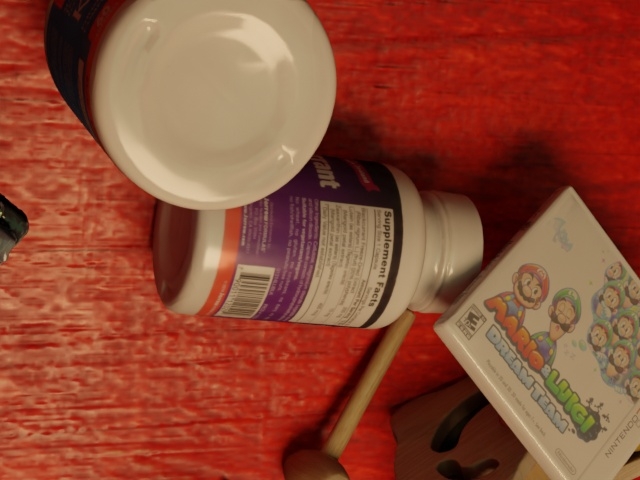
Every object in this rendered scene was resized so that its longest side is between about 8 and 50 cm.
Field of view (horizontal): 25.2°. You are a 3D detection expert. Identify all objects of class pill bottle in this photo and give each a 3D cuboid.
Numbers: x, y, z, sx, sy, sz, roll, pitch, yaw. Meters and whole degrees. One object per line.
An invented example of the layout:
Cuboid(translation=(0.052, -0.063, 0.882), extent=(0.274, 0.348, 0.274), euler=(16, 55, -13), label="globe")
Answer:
Cuboid(translation=(-0.083, -0.103, 0.776), extent=(0.124, 0.221, 0.124), euler=(-6, 109, -19), label="pill bottle")
Cuboid(translation=(0.000, 0.000, 0.903), extent=(0.193, 0.108, 0.108), euler=(6, 105, -22), label="pill bottle")

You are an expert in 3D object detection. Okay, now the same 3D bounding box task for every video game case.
Cuboid(translation=(0.162, 0.067, 0.919), extent=(0.143, 0.019, 0.157), euler=(-45, 103, -28), label="video game case")

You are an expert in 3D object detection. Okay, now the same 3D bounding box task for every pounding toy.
Cuboid(translation=(0.116, 0.129, 0.962), extent=(0.269, 0.154, 0.155), euler=(-22, 113, -13), label="pounding toy")

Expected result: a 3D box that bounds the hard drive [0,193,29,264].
Cuboid(translation=(-0.358, -0.027, 0.753), extent=(0.339, 0.064, 0.237), euler=(40, 89, -13), label="hard drive")
